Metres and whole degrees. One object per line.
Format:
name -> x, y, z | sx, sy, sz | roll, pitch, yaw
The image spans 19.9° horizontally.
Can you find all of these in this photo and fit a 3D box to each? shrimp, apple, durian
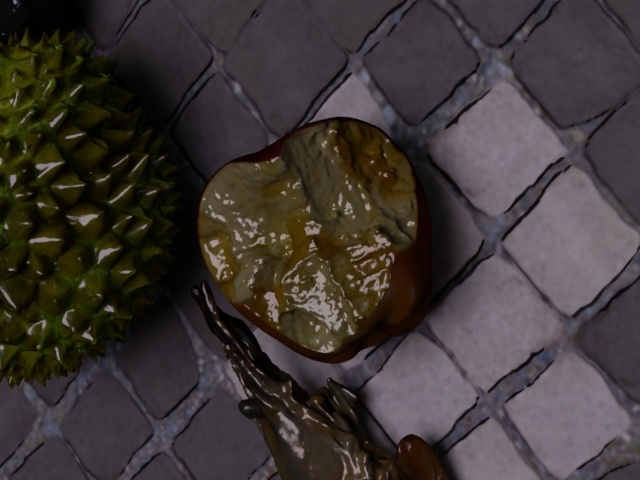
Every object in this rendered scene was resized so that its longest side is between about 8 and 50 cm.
shrimp -> 0.010, 0.124, 1.303 | 0.117, 0.066, 0.262 | -29, 93, 18
apple -> 0.002, 0.003, 1.248 | 0.156, 0.147, 0.158 | -25, 91, 1
durian -> -0.232, -0.016, 1.352 | 0.291, 0.224, 0.291 | 9, 106, 33

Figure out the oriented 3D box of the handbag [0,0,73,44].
handbag -> -0.311, -0.266, 1.465 | 0.275, 0.088, 0.244 | -4, 90, 38
